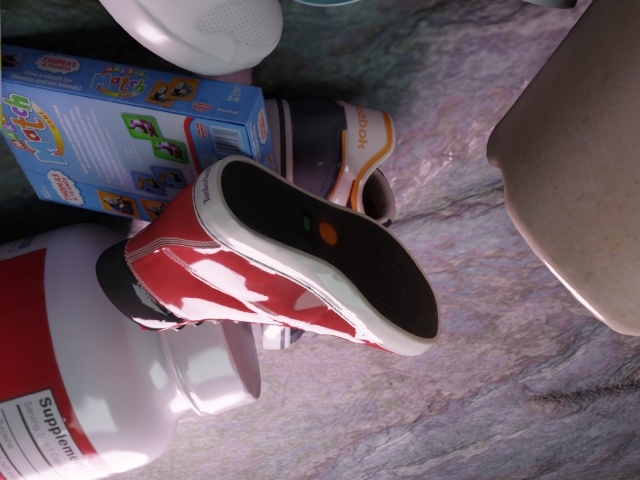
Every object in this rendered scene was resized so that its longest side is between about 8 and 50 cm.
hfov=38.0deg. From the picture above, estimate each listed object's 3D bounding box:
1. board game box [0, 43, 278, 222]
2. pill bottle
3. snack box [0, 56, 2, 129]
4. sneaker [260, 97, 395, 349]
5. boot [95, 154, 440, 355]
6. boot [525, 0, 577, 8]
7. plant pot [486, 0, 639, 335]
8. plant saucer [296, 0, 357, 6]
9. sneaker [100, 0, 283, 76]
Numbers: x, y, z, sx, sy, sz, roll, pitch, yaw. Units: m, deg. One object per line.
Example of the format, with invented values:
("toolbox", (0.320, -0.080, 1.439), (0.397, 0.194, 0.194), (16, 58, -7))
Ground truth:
("board game box", (-0.138, -0.068, 0.700), (0.212, 0.039, 0.160), (11, 150, 12))
("pill bottle", (-0.272, 0.117, 0.843), (0.408, 0.229, 0.229), (-16, 148, 2))
("snack box", (-0.285, -0.101, 0.531), (0.207, 0.070, 0.174), (-42, 161, -39))
("sneaker", (0.000, 0.000, 0.867), (0.128, 0.126, 0.321), (-3, 145, -7))
("boot", (-0.039, 0.043, 0.715), (0.244, 0.088, 0.176), (30, 134, -32))
("boot", (0.115, -0.226, 0.594), (0.258, 0.095, 0.123), (-8, 122, -54))
("plant pot", (0.290, -0.093, 0.611), (0.334, 0.333, 0.305), (15, 131, -38))
("plant saucer", (0.013, -0.213, 0.638), (0.119, 0.021, 0.119), (-11, 148, -7))
("sneaker", (-0.057, -0.197, 0.514), (0.169, 0.108, 0.292), (-5, 154, 27))
